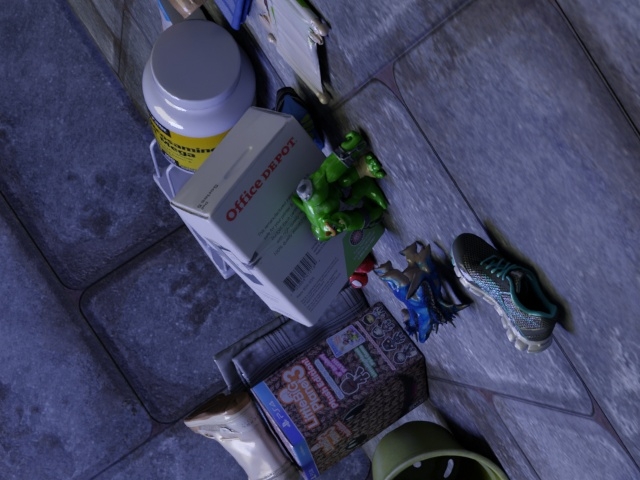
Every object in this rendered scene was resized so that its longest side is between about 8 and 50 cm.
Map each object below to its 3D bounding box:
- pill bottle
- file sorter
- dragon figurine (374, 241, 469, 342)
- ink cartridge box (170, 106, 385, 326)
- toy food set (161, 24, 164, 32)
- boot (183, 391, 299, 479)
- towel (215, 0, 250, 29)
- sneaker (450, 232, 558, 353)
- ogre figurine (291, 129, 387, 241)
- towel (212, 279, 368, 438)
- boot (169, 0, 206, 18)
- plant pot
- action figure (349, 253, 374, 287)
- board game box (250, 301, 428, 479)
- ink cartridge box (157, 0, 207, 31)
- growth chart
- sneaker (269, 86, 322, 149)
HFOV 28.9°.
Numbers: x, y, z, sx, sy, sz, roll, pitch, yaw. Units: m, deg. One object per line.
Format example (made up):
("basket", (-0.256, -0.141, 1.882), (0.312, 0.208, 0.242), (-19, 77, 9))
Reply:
("pill bottle", (-0.201, -0.241, 2.092), (0.188, 0.188, 0.334), (54, 170, 11))
("file sorter", (-0.192, -0.107, 2.494), (0.277, 0.193, 0.173), (53, 167, 18))
("dragon figurine", (0.151, 0.085, 1.735), (0.144, 0.085, 0.289), (55, 175, -6))
("ink cartridge box", (-0.059, -0.035, 1.844), (0.115, 0.198, 0.273), (21, 158, 50))
("toy food set", (-0.292, -0.406, 2.499), (0.082, 0.020, 0.083), (46, 165, 46))
("boot", (-0.149, 0.391, 2.365), (0.203, 0.095, 0.262), (55, 151, -7))
("towel", (-0.186, -0.452, 1.794), (0.285, 0.034, 0.209), (55, 170, 2))
("sneaker", (0.217, 0.047, 1.423), (0.166, 0.065, 0.076), (50, 152, 19))
("ogre figurine", (0.028, -0.064, 1.762), (0.097, 0.118, 0.197), (54, 171, 12))
("towel", (-0.024, 0.256, 2.443), (0.056, 0.324, 0.312), (54, 171, 46))
("boot", (-0.277, -0.482, 1.959), (0.269, 0.089, 0.236), (46, -161, -15))
("plant pot", (0.205, 0.467, 2.322), (0.276, 0.276, 0.254), (59, -178, -16))
("action figure", (0.000, 0.000, 2.080), (0.091, 0.139, 0.280), (47, 169, 49))
("board game box", (0.042, 0.288, 2.326), (0.141, 0.291, 0.232), (52, 170, 26))
("ink cartridge box", (-0.235, -0.365, 2.206), (0.104, 0.061, 0.181), (62, 171, 11))
("growth chart", (-0.039, -0.282, 1.667), (0.172, 0.021, 0.237), (54, 170, 18))
("sneaker", (-0.038, -0.179, 1.916), (0.188, 0.067, 0.078), (80, 173, -69))
